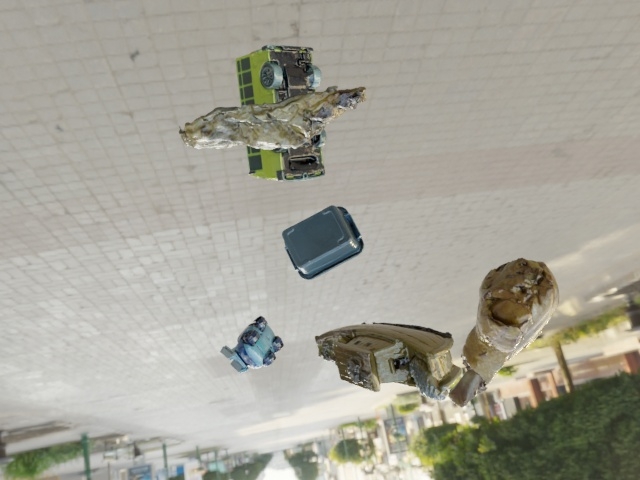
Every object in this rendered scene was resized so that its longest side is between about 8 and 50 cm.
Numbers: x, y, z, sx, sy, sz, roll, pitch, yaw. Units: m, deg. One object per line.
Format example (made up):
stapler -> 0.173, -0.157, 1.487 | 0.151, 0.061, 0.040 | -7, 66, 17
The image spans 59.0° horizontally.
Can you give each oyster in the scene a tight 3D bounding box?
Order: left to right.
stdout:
oyster -> -0.082, -0.185, 0.892 | 0.345, 0.078, 0.129 | -6, 171, 29

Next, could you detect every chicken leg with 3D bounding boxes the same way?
chicken leg -> 0.414, 0.225, 1.348 | 0.409, 0.182, 0.295 | -60, 165, 11

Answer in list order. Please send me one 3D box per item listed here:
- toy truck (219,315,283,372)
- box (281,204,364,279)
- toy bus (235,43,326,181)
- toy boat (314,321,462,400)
toy truck -> -0.105, 0.154, 0.795 | 0.090, 0.056, 0.073 | -29, -167, 25
box -> 0.000, 0.000, 0.736 | 0.099, 0.074, 0.054 | -28, 166, 6
toy bus -> -0.082, -0.251, 1.154 | 0.128, 0.261, 0.150 | -13, -169, -42
toy boat -> 0.089, 0.192, 0.933 | 0.122, 0.088, 0.321 | -19, -171, -33
